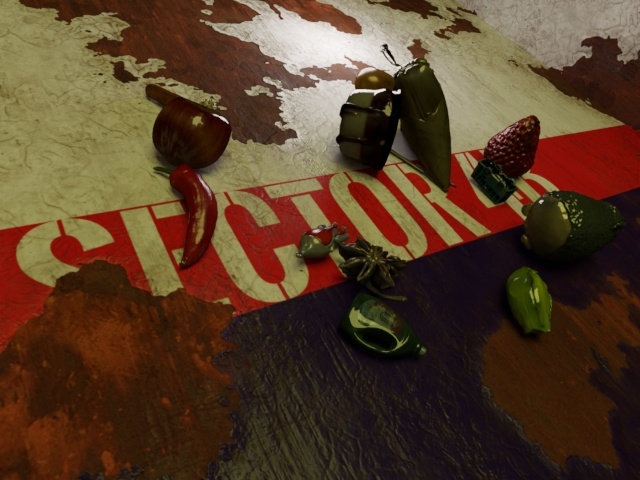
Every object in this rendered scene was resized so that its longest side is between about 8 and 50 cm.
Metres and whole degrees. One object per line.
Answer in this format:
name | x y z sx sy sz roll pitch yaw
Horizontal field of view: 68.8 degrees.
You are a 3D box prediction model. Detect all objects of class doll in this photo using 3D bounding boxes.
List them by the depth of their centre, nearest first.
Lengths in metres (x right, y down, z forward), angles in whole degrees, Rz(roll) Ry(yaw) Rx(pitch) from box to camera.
doll | 0.000 0.000 1.276 0.102 0.075 0.227 22 32 21
doll | 0.825 -0.052 1.541 0.349 0.247 0.247 -6 51 -22

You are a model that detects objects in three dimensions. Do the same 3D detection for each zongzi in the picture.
zongzi | 0.359 -0.439 1.619 0.181 0.447 0.418 -19 54 13

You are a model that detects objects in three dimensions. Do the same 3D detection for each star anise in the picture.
star anise | 0.141 0.078 1.245 0.209 0.089 0.231 7 43 -13

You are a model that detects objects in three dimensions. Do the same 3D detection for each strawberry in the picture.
strawberry | 0.755 -0.366 1.794 0.205 0.244 0.205 11 47 -12

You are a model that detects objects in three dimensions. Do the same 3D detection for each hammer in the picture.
hammer | 0.300 -0.303 1.725 0.199 0.013 0.062 37 46 16

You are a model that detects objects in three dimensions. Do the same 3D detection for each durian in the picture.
durian | 0.597 0.159 1.340 0.139 0.101 0.250 45 36 -28

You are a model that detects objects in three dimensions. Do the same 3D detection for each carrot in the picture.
carrot | -0.504 -0.468 1.545 0.186 0.060 0.060 32 45 16

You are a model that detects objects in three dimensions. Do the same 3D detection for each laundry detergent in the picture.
laundry detergent | 0.156 0.224 1.133 0.211 0.063 0.137 33 47 8

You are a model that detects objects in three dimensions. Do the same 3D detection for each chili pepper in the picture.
chili pepper | -0.344 -0.097 1.232 0.137 0.092 0.368 -14 51 -18

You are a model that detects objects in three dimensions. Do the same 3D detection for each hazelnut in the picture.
hazelnut | -0.380 -0.309 1.373 0.212 0.181 0.181 27 17 -3

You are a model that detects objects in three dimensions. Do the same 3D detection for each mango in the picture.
mango | 0.243 -0.651 1.963 0.221 0.120 0.151 -4 53 -33

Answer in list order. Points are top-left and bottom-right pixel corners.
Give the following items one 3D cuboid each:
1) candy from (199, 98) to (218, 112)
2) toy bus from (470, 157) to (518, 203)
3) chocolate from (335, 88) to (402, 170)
candy | -0.369 -0.395 1.498 0.085 0.110 0.095 15 60 -8
toy bus | 0.633 -0.218 1.715 0.079 0.092 0.160 -17 62 -35
chocolate | 0.149 -0.387 1.580 0.186 0.283 0.284 11 45 -4
